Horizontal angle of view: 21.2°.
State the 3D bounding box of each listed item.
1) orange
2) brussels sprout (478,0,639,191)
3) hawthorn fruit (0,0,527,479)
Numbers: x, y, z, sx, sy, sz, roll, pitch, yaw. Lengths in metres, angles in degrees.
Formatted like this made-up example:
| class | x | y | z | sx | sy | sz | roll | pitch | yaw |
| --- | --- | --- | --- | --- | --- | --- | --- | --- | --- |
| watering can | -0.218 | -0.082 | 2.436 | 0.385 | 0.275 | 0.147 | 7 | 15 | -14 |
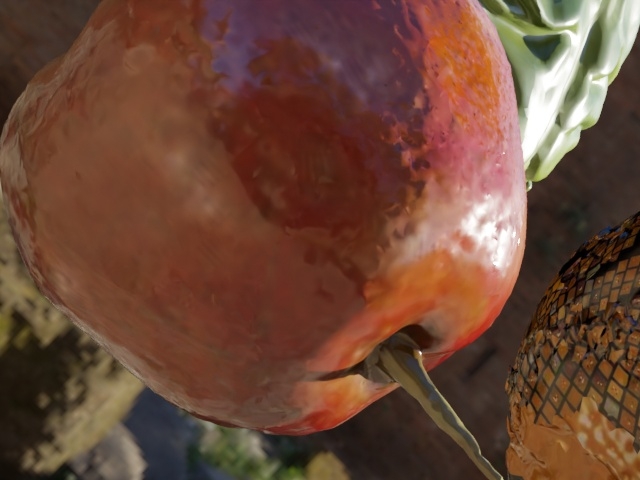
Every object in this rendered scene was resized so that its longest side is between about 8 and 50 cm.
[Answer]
| class | x | y | z | sx | sy | sz | roll | pitch | yaw |
| --- | --- | --- | --- | --- | --- | --- | --- | --- | --- |
| orange | 0.182 | 0.089 | 0.687 | 0.234 | 0.182 | 0.234 | 170 | -90 | -72 |
| brussels sprout | 0.026 | -0.138 | 0.939 | 0.281 | 0.354 | 0.289 | -4 | -20 | 26 |
| hawthorn fruit | -0.010 | -0.013 | 0.405 | 0.125 | 0.125 | 0.140 | 43 | 20 | -34 |
